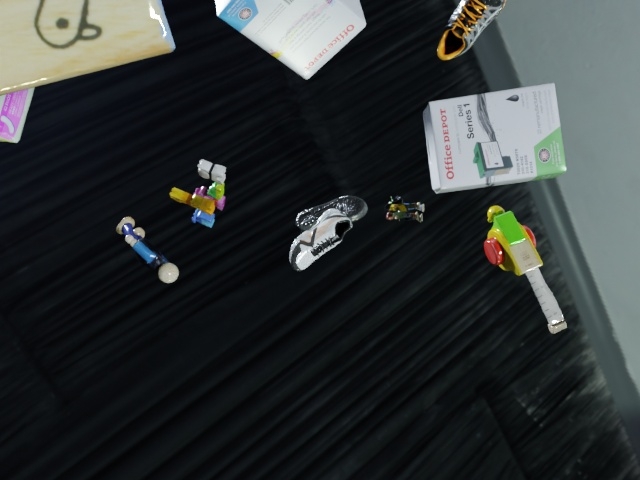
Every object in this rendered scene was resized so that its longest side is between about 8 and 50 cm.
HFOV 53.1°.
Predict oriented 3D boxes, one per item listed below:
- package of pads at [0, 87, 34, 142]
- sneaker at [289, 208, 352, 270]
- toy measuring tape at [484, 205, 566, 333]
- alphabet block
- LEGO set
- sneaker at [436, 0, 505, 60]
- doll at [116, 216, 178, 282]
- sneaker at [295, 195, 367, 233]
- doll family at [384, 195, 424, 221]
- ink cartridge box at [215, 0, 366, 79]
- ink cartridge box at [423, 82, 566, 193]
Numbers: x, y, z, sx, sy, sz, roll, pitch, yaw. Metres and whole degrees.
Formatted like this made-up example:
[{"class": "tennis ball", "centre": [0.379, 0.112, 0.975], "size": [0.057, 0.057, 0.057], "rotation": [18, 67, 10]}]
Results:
[{"class": "package of pads", "centre": [-0.709, -0.335, 1.263], "size": [0.101, 0.229, 0.296], "rotation": [10, 173, 25]}, {"class": "sneaker", "centre": [0.000, 0.000, 0.890], "size": [0.043, 0.109, 0.040], "rotation": [24, 158, 48]}, {"class": "toy measuring tape", "centre": [0.480, 0.069, 1.532], "size": [0.330, 0.121, 0.121], "rotation": [67, 159, 15]}, {"class": "alphabet block", "centre": [-0.289, -0.275, 0.697], "size": [0.193, 0.197, 0.193], "rotation": [-142, 35, -67]}, {"class": "LEGO set", "centre": [-0.258, -0.095, 1.345], "size": [0.093, 0.087, 0.227], "rotation": [23, 162, -2]}, {"class": "sneaker", "centre": [0.304, -0.449, 1.302], "size": [0.084, 0.083, 0.215], "rotation": [37, 144, 9]}, {"class": "doll", "centre": [-0.326, 0.024, 1.213], "size": [0.189, 0.046, 0.129], "rotation": [39, 168, 39]}, {"class": "sneaker", "centre": [0.023, -0.028, 1.167], "size": [0.170, 0.051, 0.089], "rotation": [-13, 145, 29]}, {"class": "doll family", "centre": [0.242, -0.089, 1.897], "size": [0.193, 0.111, 0.076], "rotation": [16, -106, -72]}, {"class": "ink cartridge box", "centre": [-0.070, -0.543, 1.429], "size": [0.270, 0.198, 0.197], "rotation": [27, -141, -39]}, {"class": "ink cartridge box", "centre": [0.302, -0.177, 1.136], "size": [0.092, 0.219, 0.160], "rotation": [-5, -94, -86]}]
